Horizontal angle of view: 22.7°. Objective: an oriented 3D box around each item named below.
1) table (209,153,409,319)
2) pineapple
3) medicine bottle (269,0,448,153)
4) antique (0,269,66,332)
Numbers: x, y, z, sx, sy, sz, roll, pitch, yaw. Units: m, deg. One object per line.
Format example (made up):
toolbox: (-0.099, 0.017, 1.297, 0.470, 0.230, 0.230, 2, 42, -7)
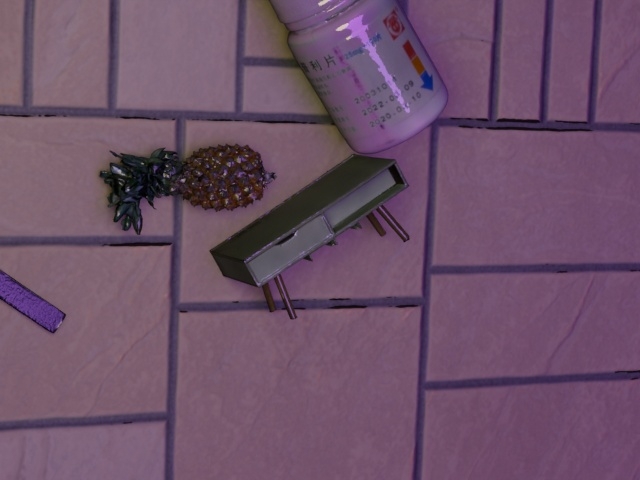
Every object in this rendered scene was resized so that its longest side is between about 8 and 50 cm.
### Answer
table: (0.000, 0.000, 2.040, 0.240, 0.121, 0.111, -34, 109, -17)
pineapple: (-0.159, -0.068, 1.978, 0.221, 0.083, 0.103, -6, 98, -22)
medicine bottle: (0.043, -0.248, 2.013, 0.152, 0.152, 0.254, -39, 110, -16)
antique: (-0.391, 0.049, 1.922, 0.192, 0.015, 0.031, 38, 82, -24)
